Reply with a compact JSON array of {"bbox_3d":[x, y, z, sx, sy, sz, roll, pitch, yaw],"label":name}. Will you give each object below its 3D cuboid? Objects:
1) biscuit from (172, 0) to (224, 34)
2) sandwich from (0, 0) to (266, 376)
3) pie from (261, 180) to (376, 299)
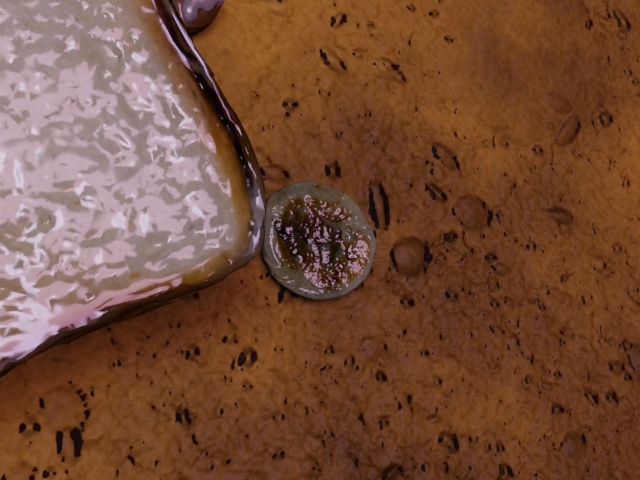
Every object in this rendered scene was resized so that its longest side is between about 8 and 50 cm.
[{"bbox_3d":[-0.161,-0.199,0.536,0.138,0.031,0.205,-40,95,-28],"label":"biscuit"},{"bbox_3d":[-0.193,-0.072,0.439,0.271,0.099,0.301,-25,88,-24],"label":"sandwich"},{"bbox_3d":[0.000,0.000,0.569,0.085,0.017,0.085,6,75,-24],"label":"pie"}]
